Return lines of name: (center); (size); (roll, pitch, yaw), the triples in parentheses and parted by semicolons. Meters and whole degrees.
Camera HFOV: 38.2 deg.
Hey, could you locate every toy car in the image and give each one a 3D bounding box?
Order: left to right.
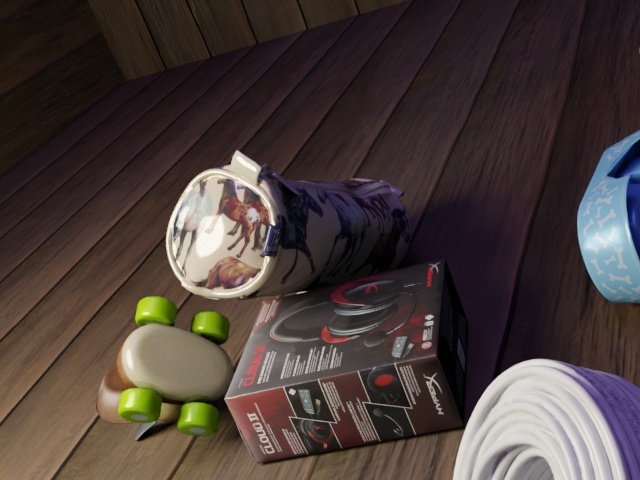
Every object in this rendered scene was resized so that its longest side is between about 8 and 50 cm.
toy car: (-0.214, 0.189, 1.225); (0.188, 0.149, 0.155); (-42, 36, 50)

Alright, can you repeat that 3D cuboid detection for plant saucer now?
plant saucer: (-0.252, 0.196, 1.389); (0.198, 0.036, 0.198); (-18, 25, 9)

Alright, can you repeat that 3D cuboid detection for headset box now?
headset box: (0.027, 0.150, 1.152); (0.293, 0.110, 0.218); (-14, 25, 18)

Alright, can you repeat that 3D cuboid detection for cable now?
cable: (0.183, 0.222, 0.705); (0.089, 0.257, 0.257); (9, -5, -18)

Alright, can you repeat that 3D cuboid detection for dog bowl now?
dog bowl: (0.403, -0.032, 1.168); (0.074, 0.166, 0.297); (-18, 21, 39)

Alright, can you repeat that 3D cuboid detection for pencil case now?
pencil case: (-0.021, -0.017, 1.277); (0.183, 0.160, 0.410); (-53, -23, 20)

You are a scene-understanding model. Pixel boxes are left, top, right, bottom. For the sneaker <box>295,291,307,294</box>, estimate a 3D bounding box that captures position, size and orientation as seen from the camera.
sneaker: (-0.032, 0.103, 1.402); (0.044, 0.040, 0.109); (-21, 14, 46)
